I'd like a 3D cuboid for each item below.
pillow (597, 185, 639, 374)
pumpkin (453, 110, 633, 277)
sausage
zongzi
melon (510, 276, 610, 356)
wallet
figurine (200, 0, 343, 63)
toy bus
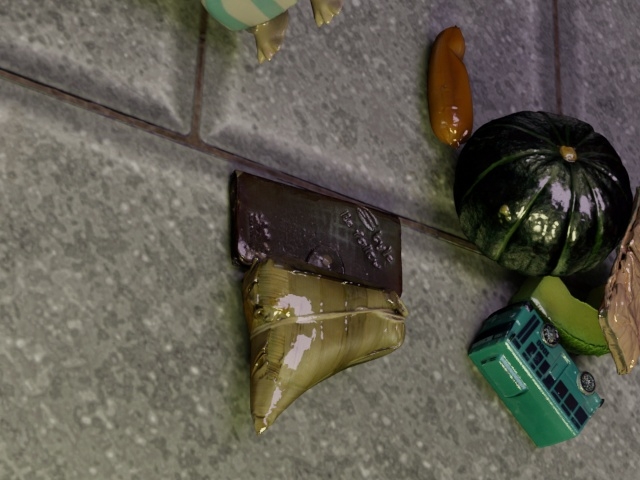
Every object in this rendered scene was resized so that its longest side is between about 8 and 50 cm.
[{"bbox_3d":[0.386,0.047,1.882,0.126,0.043,0.232,64,38,-36],"label":"pillow"},{"bbox_3d":[0.268,-0.058,1.850,0.220,0.162,0.221,11,51,-14],"label":"pumpkin"},{"bbox_3d":[0.161,-0.193,1.919,0.062,0.054,0.183,46,37,-57],"label":"sausage"},{"bbox_3d":[0.003,0.123,1.613,0.194,0.099,0.197,13,61,-27],"label":"zongzi"},{"bbox_3d":[0.329,0.090,1.918,0.209,0.064,0.118,21,59,-27],"label":"melon"},{"bbox_3d":[0.000,0.000,1.716,0.232,0.031,0.122,16,59,-33],"label":"wallet"},{"bbox_3d":[-0.110,-0.456,1.689,0.361,0.266,0.378,37,51,-27],"label":"figurine"},{"bbox_3d":[0.251,0.160,1.812,0.160,0.079,0.092,53,48,-8],"label":"toy bus"}]
